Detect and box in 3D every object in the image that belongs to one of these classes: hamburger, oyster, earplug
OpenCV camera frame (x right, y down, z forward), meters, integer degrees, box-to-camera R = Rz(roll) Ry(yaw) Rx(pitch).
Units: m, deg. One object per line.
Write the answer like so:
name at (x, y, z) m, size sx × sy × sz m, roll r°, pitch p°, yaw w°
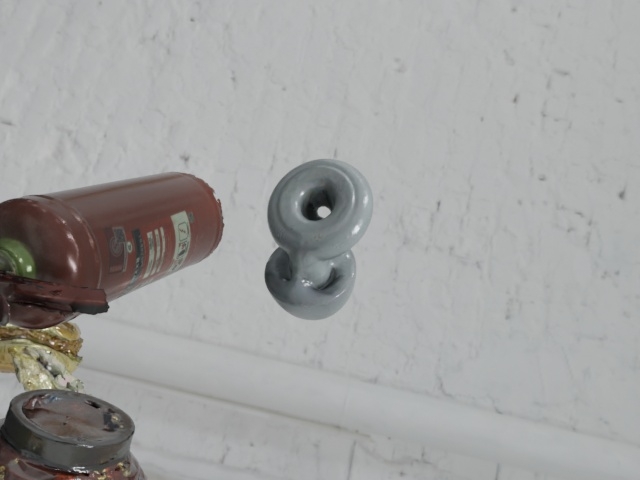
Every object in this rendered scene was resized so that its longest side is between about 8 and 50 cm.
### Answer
hamburger at (-0.712, 0.244, 1.621) m, size 0.259 × 0.283 × 0.144 m, roll -7°, pitch -103°, yaw 61°
oyster at (-0.504, 0.272, 1.292) m, size 0.072 × 0.133 × 0.209 m, roll -40°, pitch 159°, yaw -12°
earplug at (-0.005, 0.001, 1.342) m, size 0.175 × 0.214 × 0.325 m, roll -11°, pitch 113°, yaw -64°

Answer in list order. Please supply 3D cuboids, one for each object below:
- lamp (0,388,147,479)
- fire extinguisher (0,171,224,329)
lamp at (-0.313, 0.296, 0.769) m, size 0.247 × 0.247 × 0.246 m, roll 12°, pitch 90°, yaw -89°
fire extinguisher at (-0.181, 0.009, 0.574) m, size 0.337 × 0.147 × 0.106 m, roll -34°, pitch 129°, yaw -69°
